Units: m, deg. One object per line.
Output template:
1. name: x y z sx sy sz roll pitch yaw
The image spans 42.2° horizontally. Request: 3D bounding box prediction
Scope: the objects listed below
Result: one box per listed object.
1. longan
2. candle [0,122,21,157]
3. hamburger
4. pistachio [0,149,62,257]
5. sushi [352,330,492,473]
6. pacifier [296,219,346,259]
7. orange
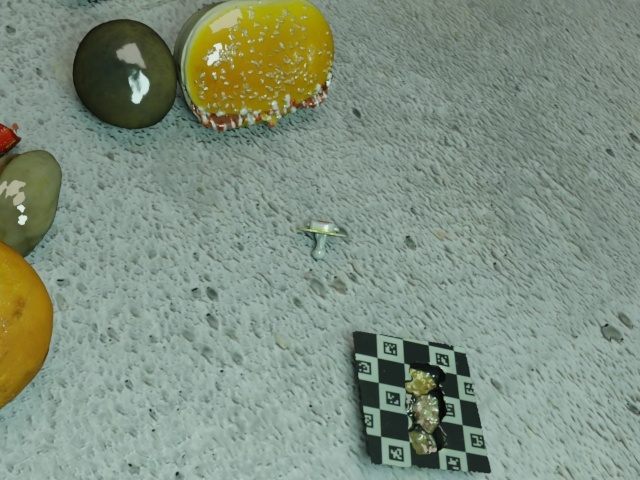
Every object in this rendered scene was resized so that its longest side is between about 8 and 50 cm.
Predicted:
1. longan: -0.318 -0.270 1.355 0.167 0.167 0.187 -34 82 -35
2. candle: -0.508 -0.141 1.264 0.052 0.052 0.130 33 49 4
3. hamburger: -0.108 -0.309 1.428 0.295 0.227 0.151 -17 40 -26
4. pistachio: -0.435 -0.058 1.195 0.125 0.124 0.184 19 45 -7
5. sushi: 0.136 0.247 1.222 0.192 0.050 0.215 10 48 -18
6. pacifier: 0.000 0.000 1.358 0.083 0.068 0.064 9 86 7
7. orange: -0.447 0.103 1.001 0.240 0.240 0.240 10 53 -14
